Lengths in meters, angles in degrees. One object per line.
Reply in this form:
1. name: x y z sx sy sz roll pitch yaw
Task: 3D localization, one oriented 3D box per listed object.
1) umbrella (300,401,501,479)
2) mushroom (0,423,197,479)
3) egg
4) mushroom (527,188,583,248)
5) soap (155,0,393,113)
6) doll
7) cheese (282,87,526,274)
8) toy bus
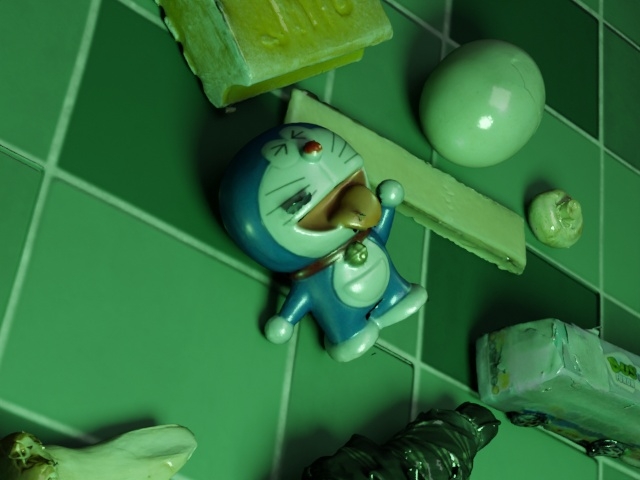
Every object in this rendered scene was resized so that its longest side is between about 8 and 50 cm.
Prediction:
1. umbrella: 0.074 0.250 1.440 0.337 0.154 0.128 -35 134 -64
2. mushroom: -0.200 0.204 1.236 0.209 0.071 0.084 -3 39 -47
3. egg: 0.209 -0.178 1.755 0.151 0.151 0.209 51 43 -11
4. mushroom: 0.315 -0.030 1.839 0.084 0.067 0.083 14 66 -35
5. soap: -0.050 -0.265 1.606 0.274 0.089 0.173 -27 88 -48
6. doll: 0.000 0.000 1.467 0.215 0.161 0.257 -41 103 -21
7. cheese: 0.112 -0.066 1.695 0.400 0.034 0.085 26 58 -31
8. toy bus: 0.336 0.185 1.695 0.317 0.138 0.112 22 54 -36
